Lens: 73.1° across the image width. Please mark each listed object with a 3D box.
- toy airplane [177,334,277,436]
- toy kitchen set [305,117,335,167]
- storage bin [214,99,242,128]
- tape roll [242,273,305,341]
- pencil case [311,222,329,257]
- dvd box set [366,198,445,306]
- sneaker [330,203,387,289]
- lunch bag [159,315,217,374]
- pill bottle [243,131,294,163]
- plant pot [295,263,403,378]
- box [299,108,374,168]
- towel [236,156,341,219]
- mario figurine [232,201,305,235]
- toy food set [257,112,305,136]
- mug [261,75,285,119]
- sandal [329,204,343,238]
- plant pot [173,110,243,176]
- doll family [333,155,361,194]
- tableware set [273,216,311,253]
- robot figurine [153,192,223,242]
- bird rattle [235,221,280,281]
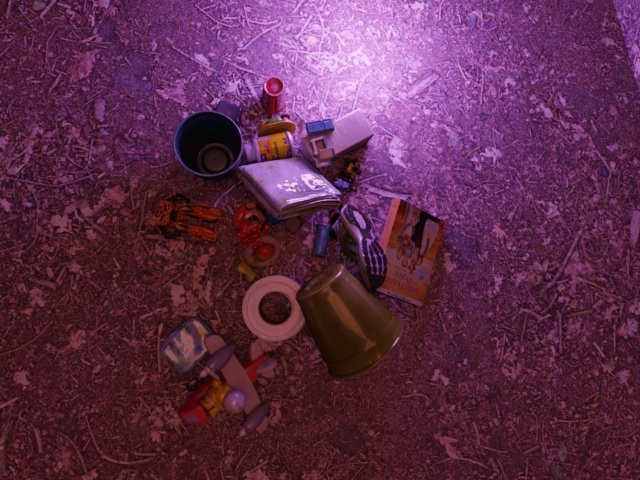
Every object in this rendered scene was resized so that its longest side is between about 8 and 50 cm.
[{"bbox_3d":[-0.339,0.596,1.748,0.386,0.272,0.384,19,93,-23],"label":"toy airplane"},{"bbox_3d":[0.024,-0.430,1.829,0.122,0.166,0.207,-13,86,-8],"label":"toy kitchen set"},{"bbox_3d":[-0.419,-0.573,1.951,0.135,0.098,0.091,17,72,-6],"label":"storage bin"},{"bbox_3d":[-0.193,0.287,1.872,0.286,0.100,0.286,0,88,-1],"label":"tape roll"},{"bbox_3d":[0.000,0.000,1.960,0.070,0.064,0.152,6,83,31],"label":"pencil case"},{"bbox_3d":[0.392,0.060,1.949,0.307,0.062,0.420,23,81,-30],"label":"dvd box set"},{"bbox_3d":[0.153,0.048,1.864,0.158,0.182,0.410,13,48,-39],"label":"sneaker"},{"bbox_3d":[-0.554,0.439,1.829,0.219,0.090,0.176,-44,92,-9],"label":"lunch bag"},{"bbox_3d":[-0.231,-0.414,1.943,0.215,0.117,0.117,-14,86,-9],"label":"pill bottle"},{"bbox_3d":[0.090,0.299,1.757,0.366,0.366,0.353,-36,101,-9],"label":"plant pot"},{"bbox_3d":[0.071,-0.461,1.985,0.311,0.121,0.148,-28,89,-9],"label":"box"},{"bbox_3d":[-0.130,-0.233,1.813,0.320,0.090,0.374,-13,43,-34],"label":"towel"},{"bbox_3d":[-0.225,-0.092,1.888,0.320,0.170,0.198,-11,88,-10],"label":"mario figurine"},{"bbox_3d":[-0.186,-0.525,1.964,0.217,0.128,0.071,-13,71,-10],"label":"toy food set"},{"bbox_3d":[-0.205,-0.641,1.942,0.113,0.169,0.150,-18,86,-10],"label":"mug"},{"bbox_3d":[0.072,-0.096,1.990,0.067,0.040,0.179,6,84,-6],"label":"sandal"},{"bbox_3d":[-0.462,-0.371,1.837,0.271,0.255,0.272,1,83,-7],"label":"plant pot"},{"bbox_3d":[0.133,-0.302,2.007,0.111,0.076,0.193,23,87,-9],"label":"doll family"},{"bbox_3d":[-0.122,-0.026,1.924,0.141,0.020,0.168,-45,128,1],"label":"tableware set"},{"bbox_3d":[-0.584,-0.096,1.880,0.291,0.085,0.211,13,82,-6],"label":"robot figurine"},{"bbox_3d":[-0.273,0.037,1.866,0.207,0.143,0.254,-3,116,-33],"label":"bird rattle"}]
